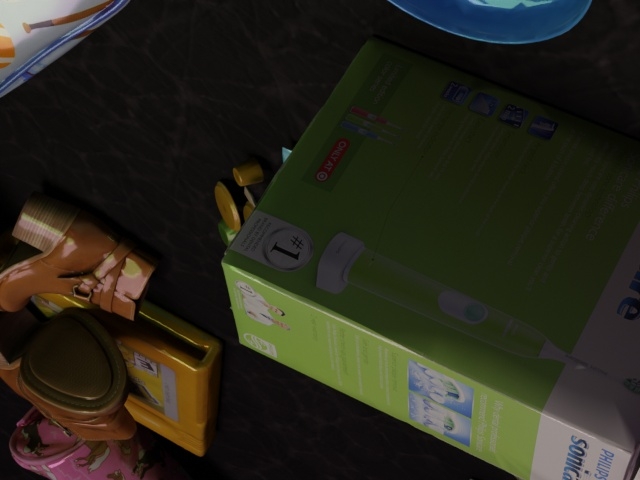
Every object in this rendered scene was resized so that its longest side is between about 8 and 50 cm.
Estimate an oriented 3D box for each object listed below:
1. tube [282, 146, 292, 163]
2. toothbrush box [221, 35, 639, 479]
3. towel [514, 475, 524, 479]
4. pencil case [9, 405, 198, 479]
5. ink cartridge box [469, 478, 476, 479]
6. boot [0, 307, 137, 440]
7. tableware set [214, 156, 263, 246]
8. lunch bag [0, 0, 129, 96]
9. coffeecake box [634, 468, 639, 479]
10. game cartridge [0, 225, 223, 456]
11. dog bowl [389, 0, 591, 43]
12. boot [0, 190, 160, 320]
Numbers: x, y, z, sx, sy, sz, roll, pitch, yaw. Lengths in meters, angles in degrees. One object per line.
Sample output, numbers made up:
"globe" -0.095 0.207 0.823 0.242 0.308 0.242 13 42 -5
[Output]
"tube" 0.000 0.000 1.286 0.080 0.052 0.207 21 149 11
"toothbrush box" 0.110 0.019 1.000 0.283 0.206 0.122 23 154 17
"towel" 0.377 0.324 1.446 0.332 0.053 0.317 45 152 -28
"pencil case" -0.250 0.345 2.084 0.160 0.167 0.386 -29 126 16
"ink cartridge box" 0.166 0.386 1.611 0.093 0.212 0.154 19 153 33
"boot" -0.274 0.176 1.731 0.283 0.109 0.220 15 150 39
"tableware set" -0.061 -0.017 1.321 0.104 0.024 0.154 59 161 25
"lunch bag" -0.248 -0.234 0.958 0.243 0.115 0.303 -30 120 33
"coffeecake box" 0.272 0.181 1.229 0.186 0.068 0.142 26 139 22
"game cartridge" -0.251 0.132 1.812 0.285 0.052 0.323 28 154 9
"dog bowl" 0.058 -0.228 0.760 0.166 0.074 0.297 13 150 36
"boot" -0.260 0.045 1.600 0.152 0.073 0.197 27 141 -4
